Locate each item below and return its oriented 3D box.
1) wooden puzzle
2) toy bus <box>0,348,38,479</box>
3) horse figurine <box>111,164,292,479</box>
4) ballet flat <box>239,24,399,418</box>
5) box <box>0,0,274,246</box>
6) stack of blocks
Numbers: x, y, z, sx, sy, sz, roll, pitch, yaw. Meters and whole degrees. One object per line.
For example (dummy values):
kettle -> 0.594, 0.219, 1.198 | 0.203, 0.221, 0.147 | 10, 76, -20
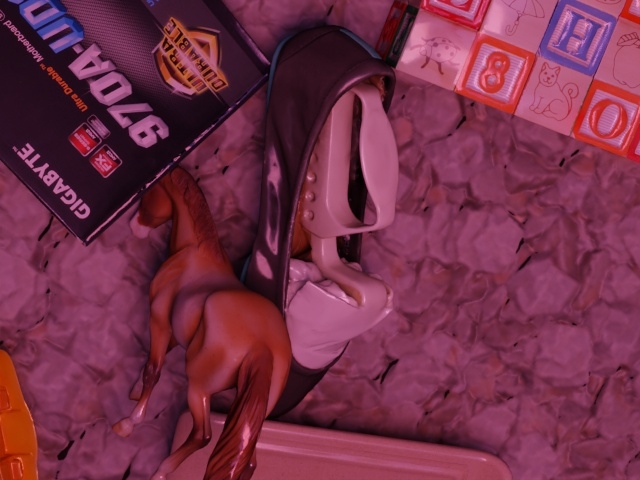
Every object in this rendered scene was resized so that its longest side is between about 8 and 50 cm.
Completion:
wooden puzzle -> -0.002, 0.231, 1.228 | 0.238, 0.044, 0.221 | 11, 110, -6
toy bus -> -0.319, 0.161, 1.120 | 0.211, 0.220, 0.149 | -7, 98, 26
horse figurine -> -0.077, 0.073, 1.099 | 0.066, 0.263, 0.174 | 14, 109, -27
ballet flat -> 0.000, 0.000, 1.140 | 0.095, 0.096, 0.280 | -14, 116, -46
box -> -0.159, -0.131, 1.091 | 0.175, 0.051, 0.220 | -43, 123, -5
stack of blocks -> 0.208, -0.147, 1.163 | 0.297, 0.087, 0.171 | 20, 98, -12
